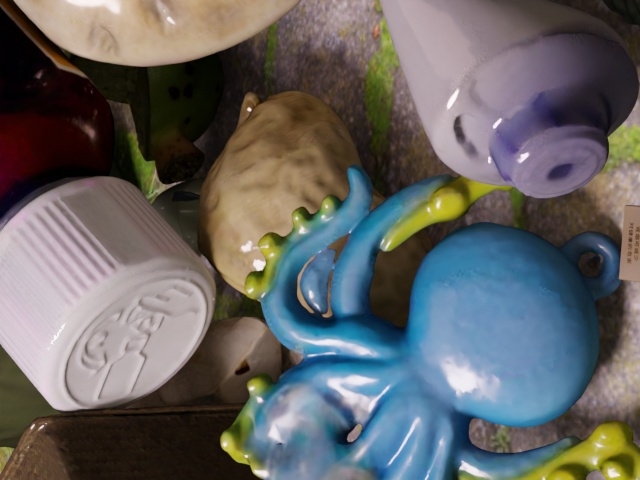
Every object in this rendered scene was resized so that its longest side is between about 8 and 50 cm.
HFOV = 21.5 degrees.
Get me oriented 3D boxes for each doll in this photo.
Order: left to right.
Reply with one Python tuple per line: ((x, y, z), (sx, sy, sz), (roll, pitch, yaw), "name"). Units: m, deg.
((0.083, 0.114, 1.192), (0.341, 0.099, 0.346), (-37, 72, 7), "doll")

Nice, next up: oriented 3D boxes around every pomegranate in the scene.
((-0.146, -0.141, 1.564), (0.169, 0.122, 0.143), (44, 152, 18), "pomegranate")

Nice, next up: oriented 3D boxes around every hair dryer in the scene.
((-0.098, 0.023, 1.502), (0.167, 0.067, 0.199), (-19, 50, 37), "hair dryer")

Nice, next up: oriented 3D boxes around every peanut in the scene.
((-0.010, 0.002, 1.351), (0.291, 0.159, 0.143), (56, 169, 37), "peanut")

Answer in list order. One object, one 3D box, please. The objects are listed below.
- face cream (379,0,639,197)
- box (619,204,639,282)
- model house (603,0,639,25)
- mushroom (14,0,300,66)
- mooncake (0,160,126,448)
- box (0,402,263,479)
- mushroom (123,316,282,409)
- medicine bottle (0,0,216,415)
((0.081, -0.200, 1.168), (0.137, 0.235, 0.420), (-43, 51, 23), "face cream")
((0.239, 0.005, 1.131), (0.083, 0.024, 0.053), (9, 96, 51), "box")
((0.120, -0.273, 1.055), (0.267, 0.325, 0.194), (56, 128, 38), "model house")
((-0.152, -0.331, 1.375), (0.353, 0.353, 0.325), (-38, 59, 45), "mushroom")
((-0.331, 0.036, 1.736), (0.356, 0.194, 0.356), (-6, 82, 48), "mooncake")
((-0.123, 0.244, 1.386), (0.184, 0.273, 0.143), (-57, 47, 34), "box")
((-0.117, 0.141, 1.532), (0.247, 0.096, 0.108), (-21, 97, 53), "mushroom")
((-0.265, -0.034, 1.407), (0.395, 0.242, 0.242), (49, 126, 35), "medicine bottle")
